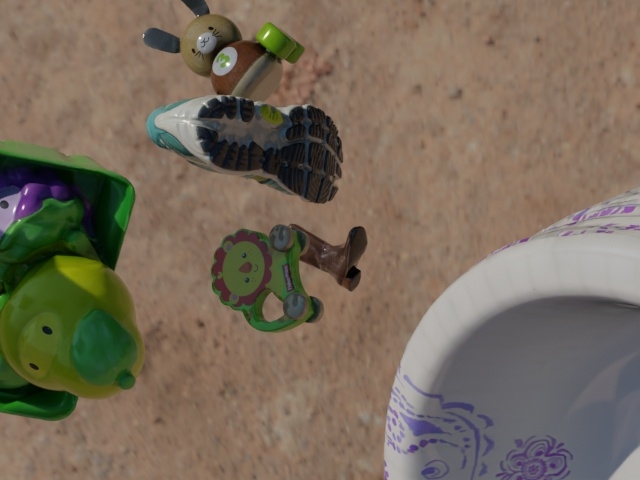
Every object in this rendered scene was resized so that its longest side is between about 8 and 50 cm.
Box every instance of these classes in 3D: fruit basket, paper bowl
[{"bbox_3d":[-0.373,0.074,2.063,0.283,0.392,0.392,12,60,-17],"label":"fruit basket"},{"bbox_3d":[0.168,0.112,0.586,0.148,0.284,0.284,-22,57,-34],"label":"paper bowl"}]

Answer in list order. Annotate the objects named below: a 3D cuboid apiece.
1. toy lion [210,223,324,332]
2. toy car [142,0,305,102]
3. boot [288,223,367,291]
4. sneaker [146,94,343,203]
[{"bbox_3d":[-0.052,0.035,1.404,0.096,0.034,0.100,-23,69,28],"label":"toy lion"},{"bbox_3d":[-0.145,-0.261,2.203,0.188,0.149,0.155,39,96,6],"label":"toy car"},{"bbox_3d":[0.000,0.000,1.969,0.114,0.106,0.037,32,46,24],"label":"boot"},{"bbox_3d":[-0.075,-0.110,1.806,0.110,0.275,0.107,4,81,41],"label":"sneaker"}]
